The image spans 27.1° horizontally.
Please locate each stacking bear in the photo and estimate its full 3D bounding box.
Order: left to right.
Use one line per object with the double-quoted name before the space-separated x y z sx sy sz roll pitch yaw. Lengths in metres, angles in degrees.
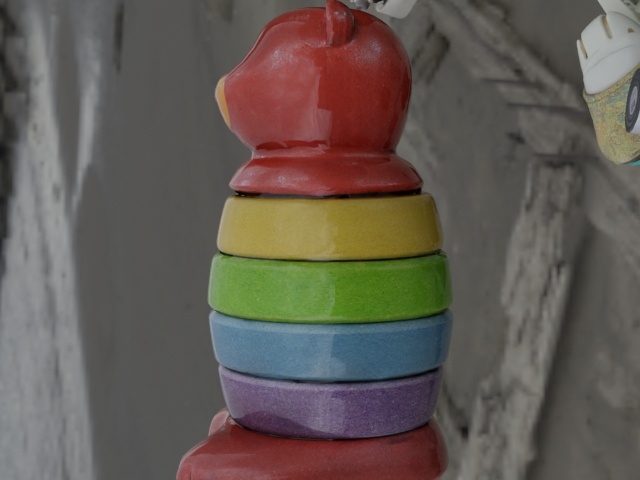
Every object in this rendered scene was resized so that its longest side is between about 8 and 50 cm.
"stacking bear" 0.000 0.000 0.819 0.175 0.164 0.289 -45 -45 -82

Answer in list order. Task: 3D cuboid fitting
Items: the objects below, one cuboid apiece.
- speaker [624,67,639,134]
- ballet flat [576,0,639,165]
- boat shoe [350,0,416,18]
"speaker" 0.320 -0.104 1.071 0.055 0.136 0.055 8 -90 -90
"ballet flat" 0.330 -0.214 1.398 0.123 0.123 0.348 112 -175 -47
"boat shoe" 0.058 -0.291 0.890 0.324 0.097 0.116 112 167 -48
